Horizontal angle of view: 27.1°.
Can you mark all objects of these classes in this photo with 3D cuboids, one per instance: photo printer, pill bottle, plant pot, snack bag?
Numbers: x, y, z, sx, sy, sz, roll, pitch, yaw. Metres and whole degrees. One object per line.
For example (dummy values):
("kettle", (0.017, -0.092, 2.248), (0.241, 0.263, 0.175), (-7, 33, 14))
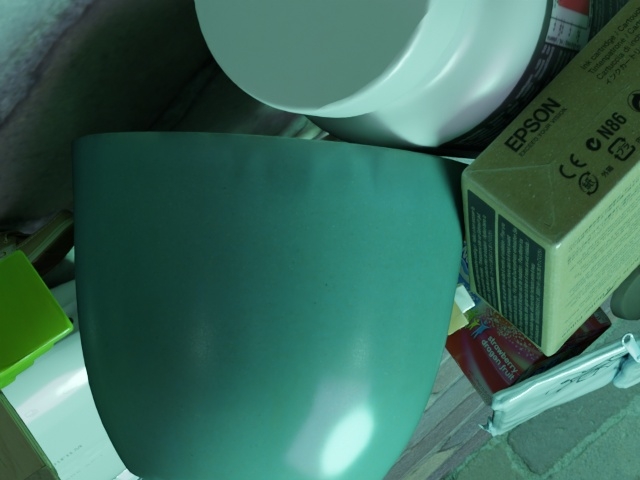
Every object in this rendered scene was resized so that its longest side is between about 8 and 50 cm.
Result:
("photo printer", (-0.257, 0.159, 1.206), (0.256, 0.107, 0.307), (-35, 161, -8))
("pill bottle", (0.086, -0.164, 0.935), (0.210, 0.210, 0.363), (-47, 159, 23))
("plant pot", (-0.041, 0.056, 0.958), (0.293, 0.235, 0.293), (4, 177, 0))
("snack bag", (0.333, 0.131, 1.425), (0.342, 0.037, 0.323), (-23, 166, 1))

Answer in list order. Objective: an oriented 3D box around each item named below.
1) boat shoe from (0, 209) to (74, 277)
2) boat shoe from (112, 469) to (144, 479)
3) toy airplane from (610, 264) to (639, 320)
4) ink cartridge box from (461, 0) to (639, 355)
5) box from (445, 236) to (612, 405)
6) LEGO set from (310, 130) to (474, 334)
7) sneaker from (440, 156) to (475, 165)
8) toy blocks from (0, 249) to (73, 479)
("boat shoe", (-0.239, 0.017, 1.012), (0.135, 0.045, 0.050), (-40, 171, 12))
("boat shoe", (-0.182, 0.222, 1.453), (0.301, 0.108, 0.102), (-40, 131, -14))
("toy airplane", (0.363, -0.108, 1.461), (0.386, 0.272, 0.384), (34, 96, -36))
("ink cartridge box", (0.207, -0.056, 0.933), (0.234, 0.088, 0.193), (-45, 157, -14))
("box", (0.185, 0.040, 1.492), (0.122, 0.257, 0.128), (-7, 146, -49))
("LEGO set", (0.039, -0.020, 1.224), (0.107, 0.132, 0.287), (-34, 126, -18))
("sneaker", (0.172, -0.168, 1.217), (0.124, 0.180, 0.321), (11, 165, -41))
("toy blocks", (-0.244, 0.081, 0.751), (0.190, 0.381, 0.261), (-34, 175, -14))
